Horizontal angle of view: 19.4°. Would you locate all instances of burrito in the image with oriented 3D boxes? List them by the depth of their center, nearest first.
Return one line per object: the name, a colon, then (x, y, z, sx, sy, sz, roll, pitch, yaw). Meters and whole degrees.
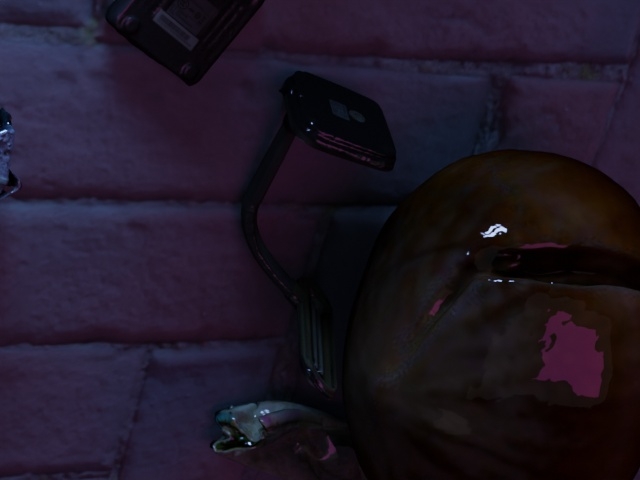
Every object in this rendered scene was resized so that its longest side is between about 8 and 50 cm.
burrito: (0.007, 0.236, 2.091, 0.309, 0.066, 0.096, 23, 106, -39)

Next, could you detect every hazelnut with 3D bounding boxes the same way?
hazelnut: (0.190, 0.113, 1.915, 0.359, 0.359, 0.409, -11, 127, -28)

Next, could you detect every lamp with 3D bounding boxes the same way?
lamp: (-0.007, 0.001, 1.836, 0.124, 0.203, 0.283, 5, 123, -15)

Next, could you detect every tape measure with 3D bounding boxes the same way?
tape measure: (-0.316, -0.066, 1.668, 0.094, 0.054, 0.091, -19, 123, -26)

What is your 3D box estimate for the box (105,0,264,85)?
box: (-0.119, -0.216, 1.717, 0.125, 0.027, 0.126, -49, 135, 4)
